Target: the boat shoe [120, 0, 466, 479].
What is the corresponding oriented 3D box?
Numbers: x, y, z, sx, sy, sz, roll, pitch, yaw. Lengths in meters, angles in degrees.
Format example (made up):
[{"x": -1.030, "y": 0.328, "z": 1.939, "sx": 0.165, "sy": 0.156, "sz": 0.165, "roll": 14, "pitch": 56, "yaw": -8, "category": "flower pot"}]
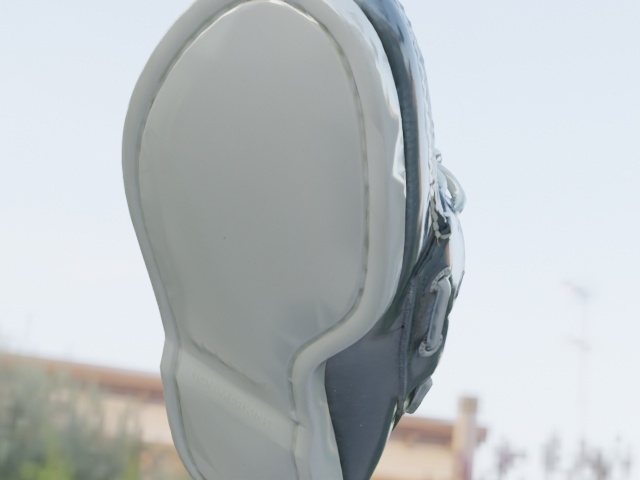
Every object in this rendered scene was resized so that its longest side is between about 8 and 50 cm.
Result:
[{"x": 0.000, "y": 0.000, "z": 0.716, "sx": 0.116, "sy": 0.099, "sz": 0.319, "roll": 33, "pitch": -33, "yaw": 21, "category": "boat shoe"}]
